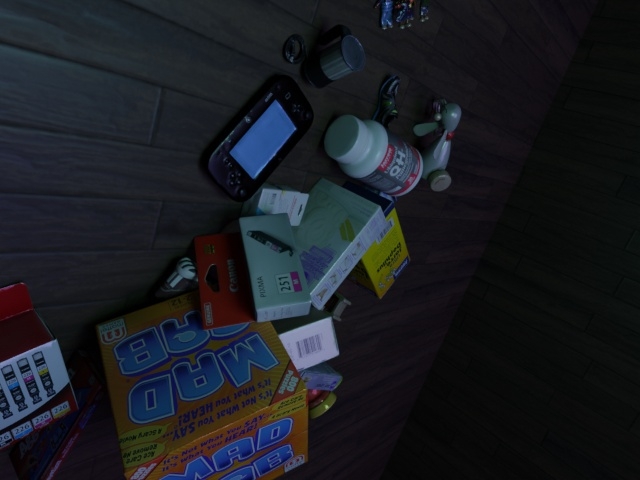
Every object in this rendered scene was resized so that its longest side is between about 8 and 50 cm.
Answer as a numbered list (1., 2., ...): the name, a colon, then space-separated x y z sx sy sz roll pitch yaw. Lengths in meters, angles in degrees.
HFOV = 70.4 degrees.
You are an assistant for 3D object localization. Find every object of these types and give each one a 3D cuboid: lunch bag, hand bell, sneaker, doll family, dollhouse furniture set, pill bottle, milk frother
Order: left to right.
1. sneaker: -0.327 0.168 1.182 0.162 0.106 0.281 -42 137 -6
2. hand bell: -0.149 0.048 1.170 0.126 0.242 0.126 -31 137 -34
3. dollhouse furniture set: -0.026 0.183 1.554 0.259 0.135 0.262 34 87 -44
4. milk frother: 0.007 -0.449 1.094 0.143 0.134 0.129 -25 101 -43
5. pill bottle: 0.160 -0.258 1.373 0.318 0.176 0.177 17 101 -46
6. lunch bag: 0.214 -0.169 1.597 0.151 0.096 0.129 -61 145 -22
7. sneaker: 0.218 -0.420 1.424 0.067 0.078 0.188 -7 120 -49
8. doll family: 0.236 -0.669 1.272 0.192 0.076 0.112 -34 143 -27

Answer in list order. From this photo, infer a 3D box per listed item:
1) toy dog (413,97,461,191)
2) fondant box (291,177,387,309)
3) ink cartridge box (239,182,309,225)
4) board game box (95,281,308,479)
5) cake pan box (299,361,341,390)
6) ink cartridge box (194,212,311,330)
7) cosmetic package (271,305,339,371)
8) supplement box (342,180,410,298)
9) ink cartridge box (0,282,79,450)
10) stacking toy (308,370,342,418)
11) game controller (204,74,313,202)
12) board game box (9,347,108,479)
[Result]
1. toy dog: 0.391 -0.334 1.638 0.160 0.220 0.334 -10 120 -9
2. fondant box: 0.000 0.000 1.321 0.330 0.238 0.096 -51 145 -12
3. ink cartridge box: -0.124 -0.098 1.250 0.181 0.061 0.105 0 115 -50
4. board game box: -0.263 0.367 1.062 0.355 0.357 0.357 -19 136 -21
5. cake pan box: -0.081 0.394 1.503 0.070 0.245 0.266 -56 146 2
6. ink cartridge box: -0.168 0.061 1.063 0.238 0.275 0.060 -7 142 -14
7. cosmetic package: -0.089 0.250 1.256 0.160 0.309 0.113 -16 101 -23
8. supplement box: 0.151 0.006 1.550 0.195 0.194 0.357 -49 144 -15
9. ink cartridge box: -0.643 0.263 0.814 0.309 0.130 0.272 -25 132 -38
10. stacking toy: -0.072 0.564 1.707 0.308 0.131 0.279 -35 -179 24
11. game controller: -0.145 -0.249 1.112 0.319 0.067 0.166 -52 144 -11
12. board game box: -0.570 0.394 0.985 0.282 0.145 0.027 -59 142 -2
